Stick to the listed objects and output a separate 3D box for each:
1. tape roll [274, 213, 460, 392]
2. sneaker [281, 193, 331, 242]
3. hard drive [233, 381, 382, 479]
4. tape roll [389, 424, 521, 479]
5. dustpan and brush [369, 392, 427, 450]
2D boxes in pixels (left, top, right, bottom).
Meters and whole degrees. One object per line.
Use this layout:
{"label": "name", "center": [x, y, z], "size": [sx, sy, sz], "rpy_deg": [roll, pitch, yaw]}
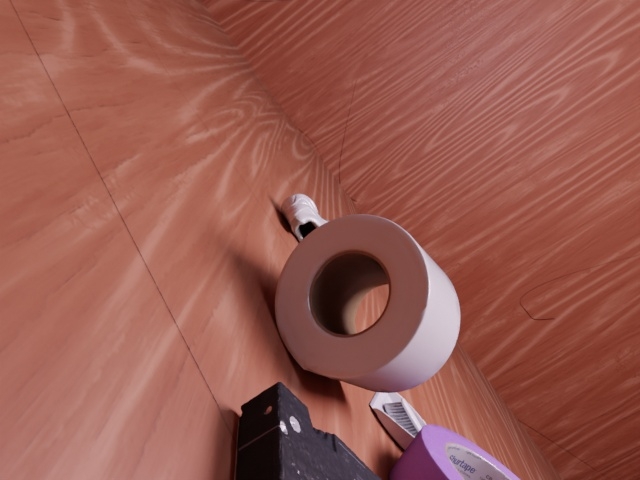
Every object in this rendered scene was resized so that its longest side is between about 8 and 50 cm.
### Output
{"label": "tape roll", "center": [0.075, 0.102, 0.875], "size": [0.169, 0.246, 0.246], "rpy_deg": [36, 22, -55]}
{"label": "sneaker", "center": [0.000, 0.000, 1.294], "size": [0.232, 0.090, 0.115], "rpy_deg": [36, 27, -33]}
{"label": "hard drive", "center": [0.016, 0.314, 0.491], "size": [0.237, 0.064, 0.339], "rpy_deg": [49, 12, -24]}
{"label": "tape roll", "center": [0.239, 0.402, 0.844], "size": [0.275, 0.090, 0.275], "rpy_deg": [34, 6, -4]}
{"label": "dustpan and brush", "center": [0.182, 0.356, 1.033], "size": [0.211, 0.060, 0.147], "rpy_deg": [56, 12, 8]}
